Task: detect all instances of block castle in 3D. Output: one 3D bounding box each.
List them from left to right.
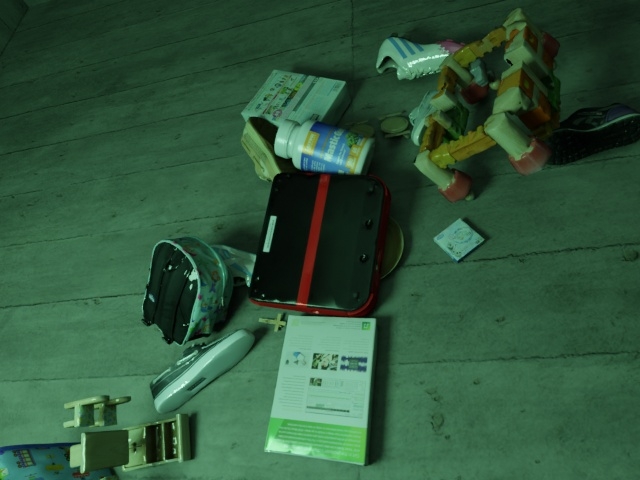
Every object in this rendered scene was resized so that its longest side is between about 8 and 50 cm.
[{"bbox_3d":[0.452,-0.340,1.163,0.303,0.212,0.453,-22,42,53],"label":"block castle"}]

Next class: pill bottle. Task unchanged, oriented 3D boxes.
[{"bbox_3d":[0.010,-0.264,1.303,0.271,0.152,0.152,20,68,10],"label":"pill bottle"}]

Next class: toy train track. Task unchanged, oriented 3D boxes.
[{"bbox_3d":[-0.126,0.218,1.186,0.083,0.014,0.048,3,69,26],"label":"toy train track"}]

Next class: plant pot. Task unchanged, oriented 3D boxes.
[{"bbox_3d":[0.110,0.020,1.213,0.236,0.032,0.236,-8,59,14],"label":"plant pot"}]

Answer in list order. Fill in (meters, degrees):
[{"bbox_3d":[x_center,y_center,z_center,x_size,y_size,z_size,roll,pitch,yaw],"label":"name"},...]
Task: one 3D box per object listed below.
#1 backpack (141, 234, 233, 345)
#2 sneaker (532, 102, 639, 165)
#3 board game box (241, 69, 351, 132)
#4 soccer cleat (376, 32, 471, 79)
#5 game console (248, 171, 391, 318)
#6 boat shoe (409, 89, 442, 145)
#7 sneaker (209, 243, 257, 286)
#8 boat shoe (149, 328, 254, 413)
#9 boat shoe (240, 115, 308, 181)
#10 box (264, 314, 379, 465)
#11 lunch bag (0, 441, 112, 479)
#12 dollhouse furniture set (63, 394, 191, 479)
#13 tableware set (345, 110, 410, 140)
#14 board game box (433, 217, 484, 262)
[{"bbox_3d":[-0.348,0.117,1.176,0.225,0.254,0.191,30,28,31],"label":"backpack"},{"bbox_3d":[0.680,-0.287,1.180,0.283,0.107,0.124,-11,41,10],"label":"sneaker"},{"bbox_3d":[-0.082,-0.452,1.516,0.303,0.097,0.224,22,68,26],"label":"board game box"},{"bbox_3d":[0.335,-0.578,1.456,0.331,0.116,0.143,23,86,31],"label":"soccer cleat"},{"bbox_3d":[0.000,0.000,1.185,0.341,0.060,0.387,4,72,20],"label":"game console"},{"bbox_3d":[0.316,-0.375,1.355,0.081,0.079,0.228,15,60,33],"label":"boat shoe"},{"bbox_3d":[-0.263,0.074,1.273,0.228,0.087,0.092,11,67,26],"label":"sneaker"},{"bbox_3d":[-0.309,0.310,1.143,0.301,0.108,0.102,-40,58,2],"label":"boat shoe"},{"bbox_3d":[-0.146,-0.243,1.413,0.110,0.121,0.341,-50,60,35],"label":"boat shoe"},{"bbox_3d":[0.010,0.338,1.045,0.232,0.058,0.322,-1,59,18],"label":"box"},{"bbox_3d":[-0.599,0.557,0.974,0.138,0.293,0.221,-43,57,-9],"label":"lunch bag"},{"bbox_3d":[-0.425,0.460,0.997,0.160,0.242,0.212,-16,67,9],"label":"dollhouse furniture set"},{"bbox_3d":[0.180,-0.338,1.397,0.194,0.039,0.128,-12,46,5],"label":"tableware set"},{"bbox_3d":[0.357,0.000,1.148,0.090,0.020,0.090,-36,57,-4],"label":"board game box"}]
